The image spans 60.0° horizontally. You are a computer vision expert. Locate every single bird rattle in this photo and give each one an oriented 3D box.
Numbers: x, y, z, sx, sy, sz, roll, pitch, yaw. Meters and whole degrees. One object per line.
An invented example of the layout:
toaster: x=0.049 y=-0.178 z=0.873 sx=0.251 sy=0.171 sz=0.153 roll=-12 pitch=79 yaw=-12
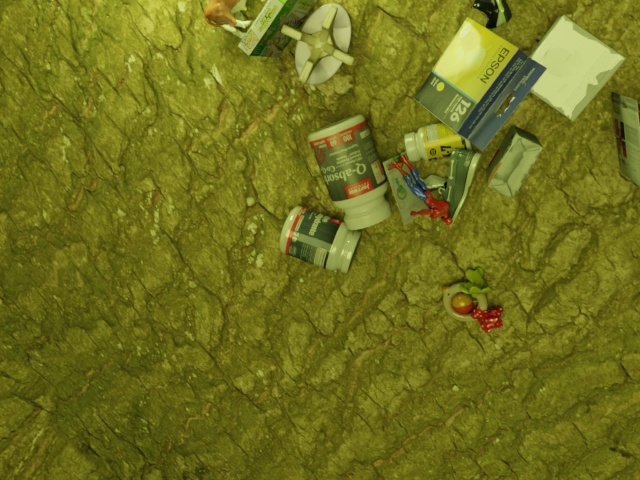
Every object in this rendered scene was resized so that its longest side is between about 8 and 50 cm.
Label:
bird rattle: x=0.564 y=0.230 z=2.068 sx=0.207 sy=0.143 sz=0.253 roll=-9 pitch=120 yaw=30

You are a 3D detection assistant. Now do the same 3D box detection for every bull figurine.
bull figurine: x=-0.267 y=-0.846 z=1.878 sx=0.188 sy=0.101 sz=0.310 roll=39 pitch=114 yaw=-3

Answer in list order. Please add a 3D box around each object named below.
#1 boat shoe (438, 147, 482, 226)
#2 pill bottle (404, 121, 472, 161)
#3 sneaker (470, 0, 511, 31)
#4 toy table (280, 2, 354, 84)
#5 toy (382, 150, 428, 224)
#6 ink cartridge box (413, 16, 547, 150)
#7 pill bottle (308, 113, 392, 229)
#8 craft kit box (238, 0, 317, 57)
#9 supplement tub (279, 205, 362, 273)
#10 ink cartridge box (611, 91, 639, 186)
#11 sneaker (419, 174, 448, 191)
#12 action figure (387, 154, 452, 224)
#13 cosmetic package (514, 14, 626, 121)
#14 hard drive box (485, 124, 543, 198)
boat shoe: x=0.460 y=-0.182 z=1.896 sx=0.099 sy=0.116 sz=0.319 roll=24 pitch=140 yaw=16
pill bottle: x=0.398 y=-0.337 z=1.879 sx=0.208 sy=0.119 sz=0.119 roll=-11 pitch=106 yaw=19
sneaker: x=0.504 y=-0.760 z=1.716 sx=0.097 sy=0.084 sz=0.234 roll=-26 pitch=101 yaw=23
toy table: x=0.001 y=-0.646 z=1.842 sx=0.252 sy=0.161 sz=0.274 roll=15 pitch=113 yaw=4
toy: x=0.294 y=-0.189 z=1.979 sx=0.056 sy=0.137 sz=0.237 roll=6 pitch=120 yaw=55
ink cartridge box: x=0.483 y=-0.491 z=1.738 sx=0.303 sy=0.072 sz=0.307 roll=-55 pitch=52 yaw=21
pill bottle: x=0.114 y=-0.236 z=1.940 sx=0.210 sy=0.210 sz=0.363 roll=-17 pitch=104 yaw=20
craft kit box: x=-0.133 y=-0.714 z=1.810 sx=0.061 sy=0.250 sz=0.246 roll=40 pitch=115 yaw=3
supplement tub: x=0.000 y=0.000 z=2.067 sx=0.272 sy=0.191 sz=0.191 roll=20 pitch=113 yaw=7
ink cartridge box: x=0.973 y=-0.310 z=1.633 sx=0.130 sy=0.309 sz=0.272 roll=-12 pitch=106 yaw=18
sneaker: x=0.412 y=-0.206 z=1.959 sx=0.152 sy=0.053 sz=0.061 roll=-9 pitch=70 yaw=3
action figure: x=0.335 y=-0.145 z=1.905 sx=0.280 sy=0.091 sz=0.139 roll=48 pitch=145 yaw=7
cosmetic package: x=0.754 y=-0.528 z=1.705 sx=0.225 sy=0.138 sz=0.224 roll=36 pitch=114 yaw=1
hard drive box: x=0.619 y=-0.258 z=1.788 sx=0.089 sy=0.232 sz=0.181 roll=27 pitch=113 yaw=4
